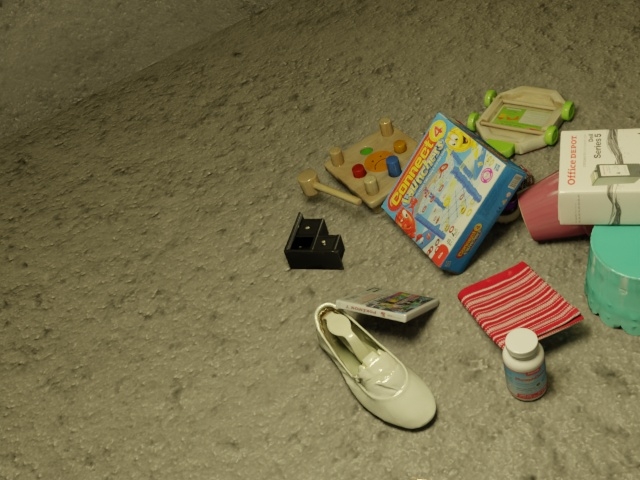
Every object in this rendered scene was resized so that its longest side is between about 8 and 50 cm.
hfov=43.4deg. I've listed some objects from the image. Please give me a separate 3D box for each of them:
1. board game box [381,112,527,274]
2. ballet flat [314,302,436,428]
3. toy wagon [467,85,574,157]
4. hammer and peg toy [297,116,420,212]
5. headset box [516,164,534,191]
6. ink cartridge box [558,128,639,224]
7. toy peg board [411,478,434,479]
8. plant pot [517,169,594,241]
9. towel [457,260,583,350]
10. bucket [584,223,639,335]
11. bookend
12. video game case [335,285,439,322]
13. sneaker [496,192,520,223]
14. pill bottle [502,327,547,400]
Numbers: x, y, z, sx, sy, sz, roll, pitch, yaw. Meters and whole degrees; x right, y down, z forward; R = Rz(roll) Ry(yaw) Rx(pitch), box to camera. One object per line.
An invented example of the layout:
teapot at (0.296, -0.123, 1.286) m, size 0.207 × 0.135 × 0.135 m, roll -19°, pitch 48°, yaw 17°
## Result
board game box at (0.333, -0.126, 2.069) m, size 0.308 × 0.086 × 0.302 m, roll -60°, pitch 40°, yaw 18°
ballet flat at (0.101, 0.274, 1.832) m, size 0.139 × 0.139 × 0.400 m, roll -33°, pitch 44°, yaw -15°
toy wagon at (0.568, -0.335, 2.355) m, size 0.267 × 0.068 × 0.344 m, roll 17°, pitch 54°, yaw 34°
hammer and peg toy at (0.136, -0.188, 2.316) m, size 0.361 × 0.127 × 0.266 m, roll -33°, pitch 45°, yaw -15°
headset box at (0.542, -0.169, 2.213) m, size 0.083 × 0.032 × 0.062 m, roll -25°, pitch 42°, yaw -7°
ink cartridge box at (0.670, -0.142, 1.786) m, size 0.273 × 0.114 × 0.198 m, roll 0°, pitch 51°, yaw 19°
toy peg board at (0.252, 0.552, 1.538) m, size 0.161 × 0.079 × 0.160 m, roll -1°, pitch 61°, yaw 21°
plant pot at (0.598, -0.087, 2.000) m, size 0.180 × 0.201 × 0.201 m, roll -20°, pitch 39°, yaw 22°
towel at (0.453, 0.149, 1.863) m, size 0.199 × 0.031 × 0.275 m, roll -24°, pitch 27°, yaw -4°
bucket at (0.728, 0.057, 1.789) m, size 0.281 × 0.183 × 0.281 m, roll -10°, pitch 44°, yaw 9°
bookend at (0.000, 0.000, 2.206) m, size 0.157 × 0.072 × 0.156 m, roll 1°, pitch 45°, yaw 21°
video game case at (0.163, 0.151, 1.937) m, size 0.183 × 0.023 × 0.201 m, roll 10°, pitch 11°, yaw 29°
sneaker at (0.395, -0.152, 2.163) m, size 0.293 × 0.146 × 0.102 m, roll 15°, pitch 52°, yaw 32°
pill bottle at (0.431, 0.261, 1.700) m, size 0.087 × 0.160 × 0.087 m, roll -11°, pitch 43°, yaw 10°
